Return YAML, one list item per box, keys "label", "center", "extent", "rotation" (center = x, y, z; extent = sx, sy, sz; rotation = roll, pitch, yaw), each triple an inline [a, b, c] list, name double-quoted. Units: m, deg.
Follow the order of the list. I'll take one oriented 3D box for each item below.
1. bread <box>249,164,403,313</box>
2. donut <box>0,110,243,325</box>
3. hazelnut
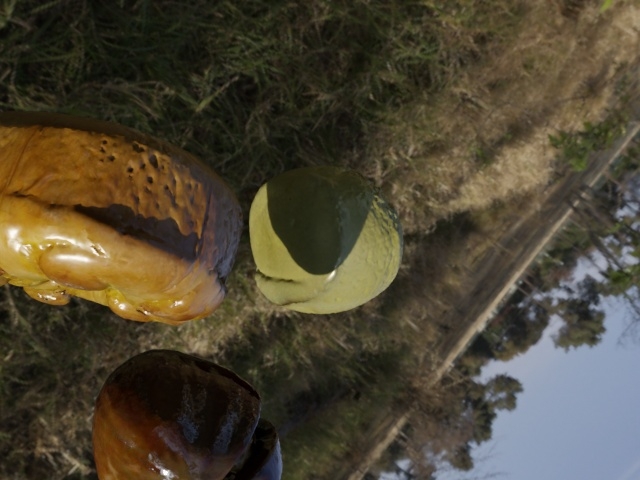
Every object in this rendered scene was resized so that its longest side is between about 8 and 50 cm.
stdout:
- label: "bread"
  center: [0.008, -0.002, 1.201]
  extent: [0.237, 0.320, 0.321]
  rotation: [-12, 141, -49]
- label: "donut"
  center: [-0.166, -0.007, 0.444]
  extent: [0.226, 0.226, 0.114]
  rotation: [86, 16, -73]
- label: "hazelnut"
  center: [-0.167, 0.252, 0.729]
  extent: [0.217, 0.252, 0.217]
  rotation: [-33, -167, 9]
